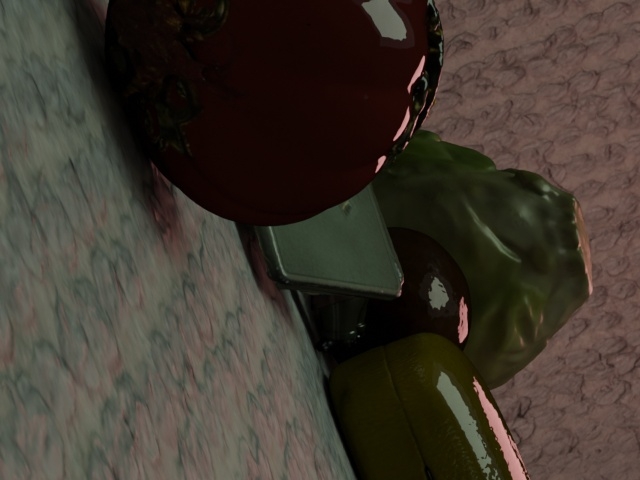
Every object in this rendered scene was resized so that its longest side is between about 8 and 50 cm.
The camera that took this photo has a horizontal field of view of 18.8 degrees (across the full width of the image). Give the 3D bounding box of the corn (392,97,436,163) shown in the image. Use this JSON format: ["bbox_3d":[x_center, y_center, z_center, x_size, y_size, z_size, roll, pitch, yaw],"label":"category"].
[{"bbox_3d":[-0.024,-0.204,1.759,0.313,0.102,0.102,41,7,-5],"label":"corn"}]

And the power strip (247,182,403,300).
[{"bbox_3d":[-0.027,-0.039,1.632,0.213,0.064,0.198,11,57,-59],"label":"power strip"}]

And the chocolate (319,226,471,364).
[{"bbox_3d":[0.070,0.073,1.879,0.177,0.176,0.177,-21,90,-86],"label":"chocolate"}]

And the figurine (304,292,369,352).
[{"bbox_3d":[0.000,0.000,1.778,0.114,0.108,0.196,-31,117,-64],"label":"figurine"}]

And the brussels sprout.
[{"bbox_3d":[0.136,0.032,2.066,0.242,0.316,0.274,-40,143,-63],"label":"brussels sprout"}]

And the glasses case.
[{"bbox_3d":[0.133,0.260,1.785,0.173,0.141,0.371,-89,158,-80],"label":"glasses case"}]

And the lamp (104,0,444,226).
[{"bbox_3d":[-0.034,-0.123,1.184,0.227,0.226,0.227,-21,90,-86],"label":"lamp"}]
